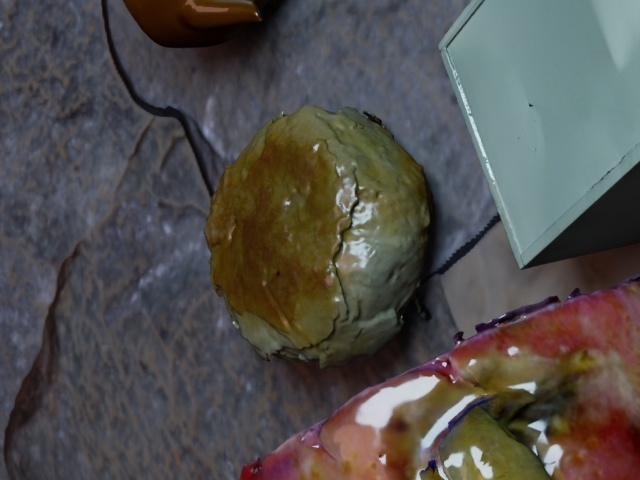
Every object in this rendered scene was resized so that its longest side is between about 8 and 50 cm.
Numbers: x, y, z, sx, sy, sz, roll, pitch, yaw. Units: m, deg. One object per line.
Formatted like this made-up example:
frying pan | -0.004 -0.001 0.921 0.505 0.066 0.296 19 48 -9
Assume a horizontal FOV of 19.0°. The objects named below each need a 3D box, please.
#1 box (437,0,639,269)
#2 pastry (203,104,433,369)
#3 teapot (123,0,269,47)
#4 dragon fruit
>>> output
box | 0.150 -0.093 0.886 0.225 0.086 0.130 128 126 -62
pastry | -0.004 -0.002 1.087 0.153 0.081 0.153 5 97 45
teapot | -0.064 -0.179 1.133 0.116 0.116 0.173 -45 36 33
dragon fruit | 0.120 0.177 0.842 0.314 0.296 0.263 -38 69 45
